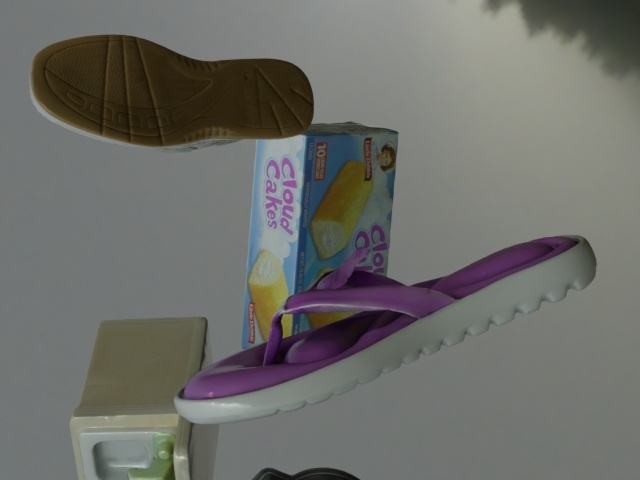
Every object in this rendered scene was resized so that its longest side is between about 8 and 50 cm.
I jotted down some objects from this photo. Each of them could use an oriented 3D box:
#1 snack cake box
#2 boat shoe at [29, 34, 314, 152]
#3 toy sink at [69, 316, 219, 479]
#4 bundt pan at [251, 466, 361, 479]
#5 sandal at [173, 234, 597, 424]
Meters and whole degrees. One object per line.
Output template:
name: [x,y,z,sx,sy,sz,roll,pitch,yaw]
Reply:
snack cake box: [0.000,0.000,1.913,0.152,0.264,0.089,-6,-165,-42]
boat shoe: [-0.143,-0.120,1.492,0.277,0.098,0.096,4,169,-33]
toy sink: [-0.185,0.210,1.757,0.131,0.153,0.234,-2,-146,3]
bundt pan: [-0.015,0.373,1.495,0.330,0.331,0.124,32,177,-3]
sandal: [0.048,0.053,1.449,0.416,0.102,0.169,-20,-174,-27]
